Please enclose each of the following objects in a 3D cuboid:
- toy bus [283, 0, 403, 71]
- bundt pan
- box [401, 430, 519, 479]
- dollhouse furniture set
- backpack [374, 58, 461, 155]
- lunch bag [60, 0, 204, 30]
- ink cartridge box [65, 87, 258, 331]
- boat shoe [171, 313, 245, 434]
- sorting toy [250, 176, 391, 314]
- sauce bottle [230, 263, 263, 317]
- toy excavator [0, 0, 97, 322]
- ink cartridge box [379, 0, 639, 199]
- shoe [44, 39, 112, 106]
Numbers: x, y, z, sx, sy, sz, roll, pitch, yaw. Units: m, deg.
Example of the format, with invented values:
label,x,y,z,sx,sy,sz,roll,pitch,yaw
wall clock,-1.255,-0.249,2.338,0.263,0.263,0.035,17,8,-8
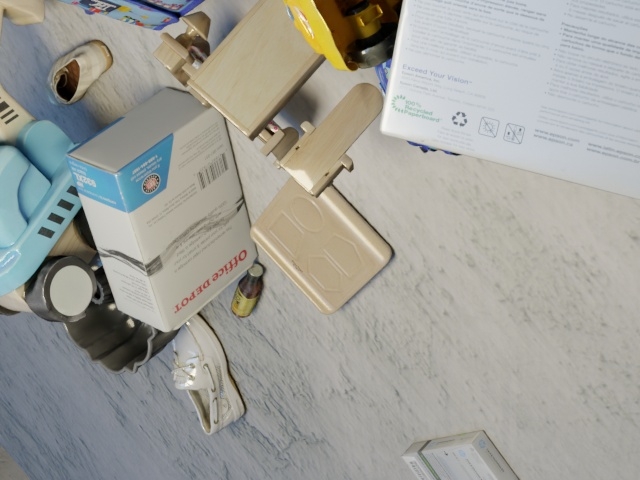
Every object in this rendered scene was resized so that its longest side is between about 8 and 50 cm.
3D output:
label,x,y,z,sx,sy,sz,roll,pitch,yaw
toy bus,0.024,-0.299,1.379,0.211,0.220,0.149,10,135,50
bundt pan,-0.364,0.069,2.179,0.330,0.124,0.331,22,124,37
box,0.235,0.384,1.945,0.145,0.038,0.186,54,146,-8
dollhouse furniture set,-0.044,-0.200,1.625,0.303,0.174,0.355,42,180,6
backpack,0.131,-0.187,1.432,0.173,0.117,0.158,25,142,58
lunch bag,-0.284,-0.379,1.639,0.221,0.138,0.293,11,165,-23
ink cartridge box,-0.241,-0.048,1.885,0.129,0.223,0.307,19,136,36
boat shoe,-0.234,0.249,2.267,0.098,0.096,0.277,4,125,49
sorting toy,0.000,0.000,1.841,0.193,0.038,0.208,47,140,3
sauce bottle,-0.123,0.084,2.043,0.042,0.042,0.128,39,142,14
toy excavator,-0.486,-0.145,1.899,0.222,0.433,0.445,4,145,43
ink cartridge box,0.246,-0.226,1.223,0.324,0.071,0.330,16,118,12
shoe,-0.421,-0.274,2.008,0.076,0.058,0.219,54,145,-8
